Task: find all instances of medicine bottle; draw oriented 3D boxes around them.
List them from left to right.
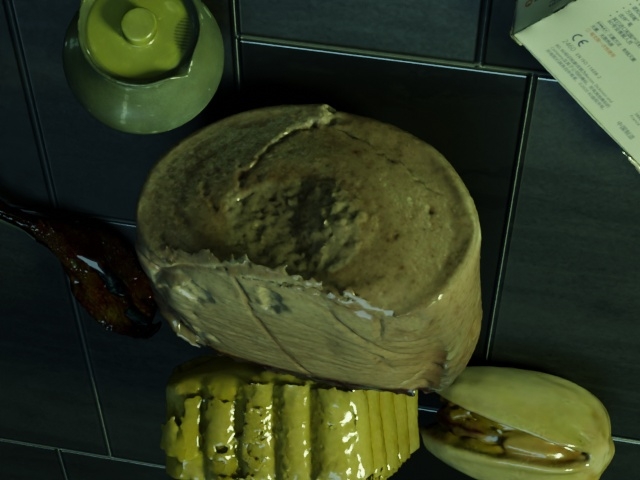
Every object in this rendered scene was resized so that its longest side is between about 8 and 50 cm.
[{"bbox_3d":[0.272,-0.142,0.993,0.201,0.052,0.171,39,134,-26],"label":"medicine bottle"}]

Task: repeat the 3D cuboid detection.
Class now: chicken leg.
[{"bbox_3d":[-0.251,0.018,1.337,0.106,0.051,0.253,-18,128,39],"label":"chicken leg"}]

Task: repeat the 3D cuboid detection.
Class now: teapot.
[{"bbox_3d":[-0.153,-0.166,1.037,0.166,0.130,0.119,47,170,4],"label":"teapot"}]

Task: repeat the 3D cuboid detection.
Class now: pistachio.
[{"bbox_3d":[0.205,0.195,1.362,0.206,0.131,0.130,14,97,11],"label":"pistachio"}]

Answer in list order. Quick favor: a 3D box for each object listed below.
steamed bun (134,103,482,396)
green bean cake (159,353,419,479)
[{"bbox_3d":[0.000,0.000,1.140,0.301,0.199,0.251,13,158,15],"label":"steamed bun"},{"bbox_3d":[-0.029,0.177,1.323,0.224,0.131,0.229,0,-178,20],"label":"green bean cake"}]
